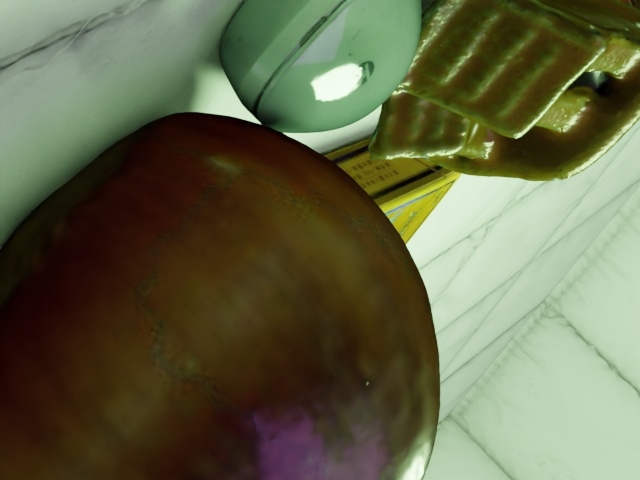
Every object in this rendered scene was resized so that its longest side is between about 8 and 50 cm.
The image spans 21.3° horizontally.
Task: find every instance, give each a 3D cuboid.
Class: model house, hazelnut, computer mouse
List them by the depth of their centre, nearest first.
[{"bbox_3d":[-0.106,0.116,1.212,0.409,0.359,0.359,-59,163,21],"label":"hazelnut"},{"bbox_3d":[0.018,-0.139,1.278,0.159,0.097,0.288,-48,167,5],"label":"computer mouse"},{"bbox_3d":[0.143,-0.138,1.489,0.239,0.173,0.268,0,137,-50],"label":"model house"}]

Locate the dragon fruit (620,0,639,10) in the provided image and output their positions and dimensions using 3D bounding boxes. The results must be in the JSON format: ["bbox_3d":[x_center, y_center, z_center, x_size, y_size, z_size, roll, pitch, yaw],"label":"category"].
[{"bbox_3d":[0.266,-0.220,1.673,0.218,0.148,0.224,-39,166,-20],"label":"dragon fruit"}]

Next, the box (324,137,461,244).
[{"bbox_3d":[0.000,0.000,1.686,0.193,0.084,0.301,-51,166,31],"label":"box"}]
